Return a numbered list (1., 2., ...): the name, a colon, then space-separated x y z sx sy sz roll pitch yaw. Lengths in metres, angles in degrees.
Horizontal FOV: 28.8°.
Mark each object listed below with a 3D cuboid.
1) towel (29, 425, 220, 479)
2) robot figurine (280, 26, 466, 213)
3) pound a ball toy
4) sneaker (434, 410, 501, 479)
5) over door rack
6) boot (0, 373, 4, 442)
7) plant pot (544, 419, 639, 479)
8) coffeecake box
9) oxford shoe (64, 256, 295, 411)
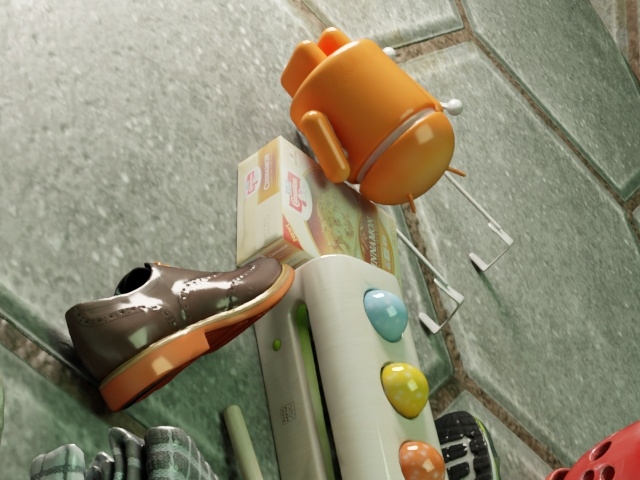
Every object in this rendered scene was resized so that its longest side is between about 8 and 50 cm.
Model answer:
1. towel: -0.086 0.273 0.781 0.283 0.121 0.235 69 14 -51
2. robot figurine: 0.053 -0.126 1.341 0.219 0.128 0.158 47 13 11
3. pound a ball toy: 0.021 0.166 1.123 0.208 0.136 0.319 24 43 -44
4. sneaker: 0.160 0.316 1.240 0.121 0.111 0.299 33 42 -52
5. over door rack: 0.123 -0.081 1.531 0.324 0.108 0.239 57 31 -2
6. boot: -0.305 0.060 0.804 0.209 0.076 0.189 8 70 -45
7. plant pot: 0.356 0.318 1.434 0.191 0.174 0.191 37 36 -33
8. coffeecake box: 0.000 0.000 1.312 0.185 0.068 0.142 34 38 -35
9. oxford shoe: -0.112 0.050 1.080 0.098 0.097 0.271 53 30 4
